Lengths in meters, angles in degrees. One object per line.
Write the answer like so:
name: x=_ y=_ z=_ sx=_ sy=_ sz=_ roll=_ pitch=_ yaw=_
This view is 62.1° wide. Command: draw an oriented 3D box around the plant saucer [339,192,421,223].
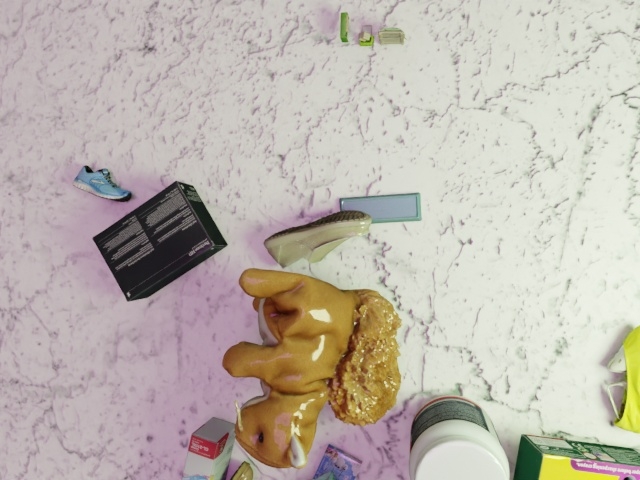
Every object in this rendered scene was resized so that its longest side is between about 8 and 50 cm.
plant saucer: x=0.139 y=-0.074 z=1.248 sx=0.192 sy=0.018 sz=0.067 roll=-3 pitch=89 yaw=12

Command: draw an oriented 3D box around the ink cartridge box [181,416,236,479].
ink cartridge box: x=-0.269 y=0.534 z=1.270 sx=0.072 sy=0.127 sz=0.175 roll=14 pitch=93 yaw=11

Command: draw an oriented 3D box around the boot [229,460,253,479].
boot: x=-0.130 y=0.695 z=1.272 sx=0.270 sy=0.089 sz=0.236 roll=28 pitch=84 yaw=1

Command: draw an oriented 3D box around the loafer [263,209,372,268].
loafer: x=0.000 y=0.000 z=1.237 sx=0.269 sy=0.102 sz=0.092 roll=-14 pitch=105 yaw=24

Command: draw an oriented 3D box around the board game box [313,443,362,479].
board game box: x=0.041 y=0.548 z=1.268 sx=0.090 sy=0.020 sz=0.090 roll=24 pitch=95 yaw=9

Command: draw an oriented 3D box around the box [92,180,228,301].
box: x=-0.391 y=0.004 z=1.304 sx=0.261 sy=0.103 sz=0.184 roll=-32 pitch=82 yaw=9

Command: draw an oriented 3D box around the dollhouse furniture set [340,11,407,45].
dollhouse furniture set: x=0.122 y=-0.487 z=1.219 sx=0.152 sy=0.076 sz=0.058 roll=3 pitch=92 yaw=11

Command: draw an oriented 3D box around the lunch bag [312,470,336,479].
lunch bag: x=-0.002 y=0.679 z=1.145 sx=0.160 sy=0.262 sz=0.223 roll=-31 pitch=90 yaw=15

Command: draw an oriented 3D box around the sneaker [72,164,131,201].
sneaker: x=-0.553 y=-0.147 z=1.354 sx=0.162 sy=0.063 sz=0.073 roll=21 pitch=91 yaw=9

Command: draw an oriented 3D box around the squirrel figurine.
squirrel figurine: x=-0.007 y=0.285 z=1.121 sx=0.397 sy=0.281 sz=0.370 roll=6 pitch=71 yaw=-6

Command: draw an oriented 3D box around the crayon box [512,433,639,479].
crayon box: x=0.570 y=0.585 z=1.084 sx=0.363 sy=0.106 sz=0.313 roll=10 pitch=93 yaw=-6

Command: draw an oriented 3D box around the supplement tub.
supplement tub: x=0.279 y=0.445 z=1.095 sx=0.191 sy=0.272 sz=0.191 roll=0 pitch=90 yaw=11

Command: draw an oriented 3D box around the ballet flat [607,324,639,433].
ballet flat: x=0.653 y=0.294 z=1.130 sx=0.077 sy=0.077 sz=0.231 roll=-2 pitch=92 yaw=27
